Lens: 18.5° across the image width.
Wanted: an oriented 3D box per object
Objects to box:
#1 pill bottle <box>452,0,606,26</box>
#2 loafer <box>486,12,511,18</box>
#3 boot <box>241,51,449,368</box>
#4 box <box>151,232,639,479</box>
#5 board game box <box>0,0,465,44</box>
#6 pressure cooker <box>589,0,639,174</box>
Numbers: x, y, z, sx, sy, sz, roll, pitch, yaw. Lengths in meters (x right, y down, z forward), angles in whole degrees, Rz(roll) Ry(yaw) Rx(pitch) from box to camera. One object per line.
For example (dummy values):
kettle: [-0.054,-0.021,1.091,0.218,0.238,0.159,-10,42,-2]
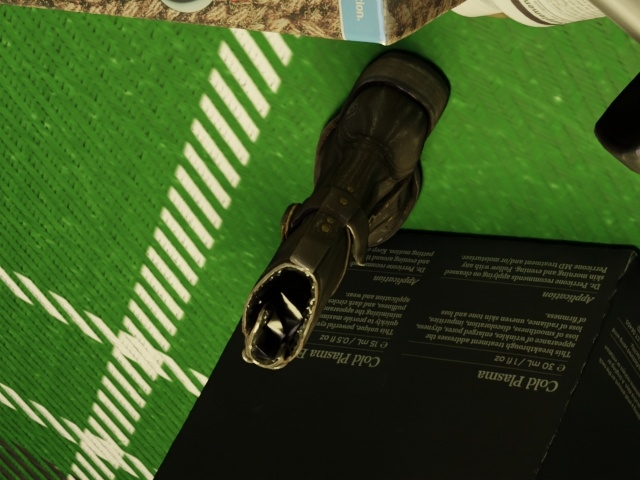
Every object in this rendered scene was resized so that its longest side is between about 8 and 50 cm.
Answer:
pill bottle: [0.156,-0.184,1.155,0.193,0.108,0.108,-4,137,46]
loafer: [0.081,-0.192,1.262,0.050,0.056,0.148,-12,131,42]
boot: [0.000,0.000,1.459,0.091,0.229,0.263,26,151,5]
box: [0.079,0.169,1.572,0.343,0.312,0.179,5,143,37]
board game box: [-0.058,-0.250,1.113,0.291,0.141,0.232,9,116,32]
pressure cooker: [0.209,-0.244,0.741,0.420,0.375,0.370,40,141,-9]
